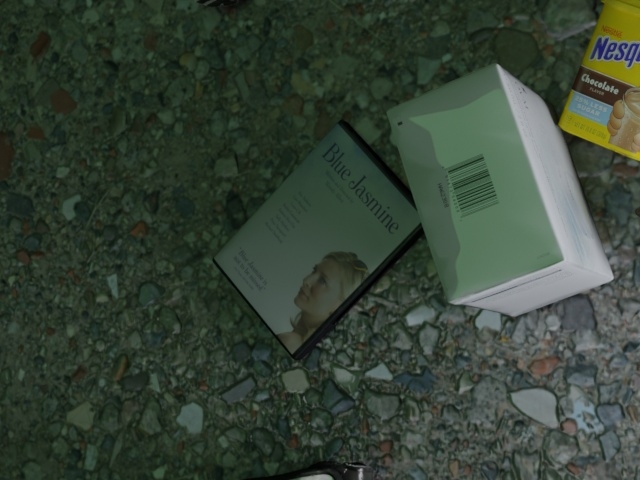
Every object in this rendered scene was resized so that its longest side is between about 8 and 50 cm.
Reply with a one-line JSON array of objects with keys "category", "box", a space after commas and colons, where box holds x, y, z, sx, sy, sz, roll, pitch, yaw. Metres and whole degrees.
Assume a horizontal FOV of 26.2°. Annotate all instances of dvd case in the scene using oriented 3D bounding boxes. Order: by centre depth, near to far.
[{"category": "dvd case", "box": [0.000, 0.000, 1.717, 0.253, 0.022, 0.180, -47, 67, 14]}]

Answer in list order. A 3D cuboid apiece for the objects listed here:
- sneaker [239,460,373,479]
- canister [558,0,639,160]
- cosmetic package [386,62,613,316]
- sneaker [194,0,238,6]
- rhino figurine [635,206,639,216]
[{"category": "sneaker", "box": [0.048, 0.400, 1.567, 0.447, 0.169, 0.257, 20, 95, 29]}, {"category": "canister", "box": [0.349, -0.185, 1.529, 0.126, 0.073, 0.170, 26, 105, 26]}, {"category": "cosmetic package", "box": [0.203, -0.047, 1.511, 0.138, 0.224, 0.224, -22, 76, 20]}, {"category": "sneaker", "box": [-0.091, -0.430, 1.783, 0.118, 0.107, 0.279, 40, 99, 43]}, {"category": "rhino figurine", "box": [0.463, -0.028, 1.467, 0.243, 0.073, 0.106, -20, 72, 21]}]
